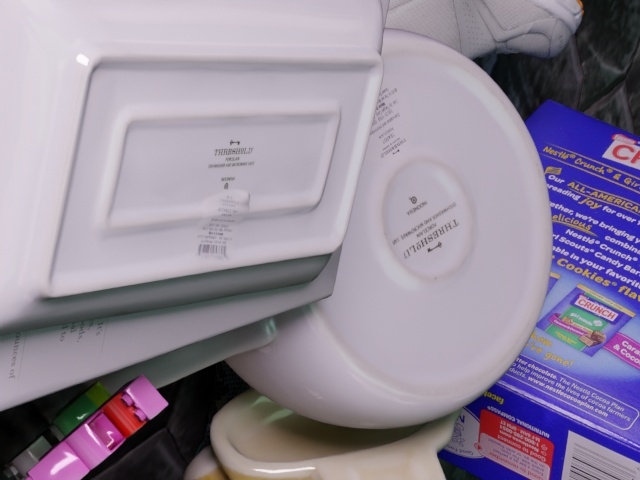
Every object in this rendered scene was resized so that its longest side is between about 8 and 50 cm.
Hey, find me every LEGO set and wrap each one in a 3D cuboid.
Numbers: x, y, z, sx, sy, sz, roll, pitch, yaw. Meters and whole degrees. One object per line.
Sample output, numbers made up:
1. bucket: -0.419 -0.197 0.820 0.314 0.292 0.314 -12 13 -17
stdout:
1. LEGO set: -0.163 0.092 0.926 0.093 0.087 0.227 -41 -177 -19

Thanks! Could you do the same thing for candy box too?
1. candy box: 0.208 0.054 1.378 0.317 0.268 0.122 -43 147 -38

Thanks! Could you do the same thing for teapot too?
1. teapot: 0.000 0.000 1.083 0.256 0.187 0.252 21 71 -37

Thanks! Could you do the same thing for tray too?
1. tray: -0.047 -0.035 0.745 0.270 0.030 0.145 -8 116 -58

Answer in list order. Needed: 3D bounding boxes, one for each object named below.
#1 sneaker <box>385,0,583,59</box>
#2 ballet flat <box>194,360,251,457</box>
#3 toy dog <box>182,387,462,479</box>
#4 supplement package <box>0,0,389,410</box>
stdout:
1. sneaker: 0.081 -0.152 1.211 0.262 0.099 0.121 18 102 -54
2. ballet flat: -0.047 0.134 1.208 0.070 0.070 0.188 -27 132 -51
3. toy dog: -0.035 0.337 1.138 0.395 0.284 0.408 -16 135 -22
4. supplement package: -0.124 -0.053 0.816 0.293 0.175 0.177 -15 121 -56
